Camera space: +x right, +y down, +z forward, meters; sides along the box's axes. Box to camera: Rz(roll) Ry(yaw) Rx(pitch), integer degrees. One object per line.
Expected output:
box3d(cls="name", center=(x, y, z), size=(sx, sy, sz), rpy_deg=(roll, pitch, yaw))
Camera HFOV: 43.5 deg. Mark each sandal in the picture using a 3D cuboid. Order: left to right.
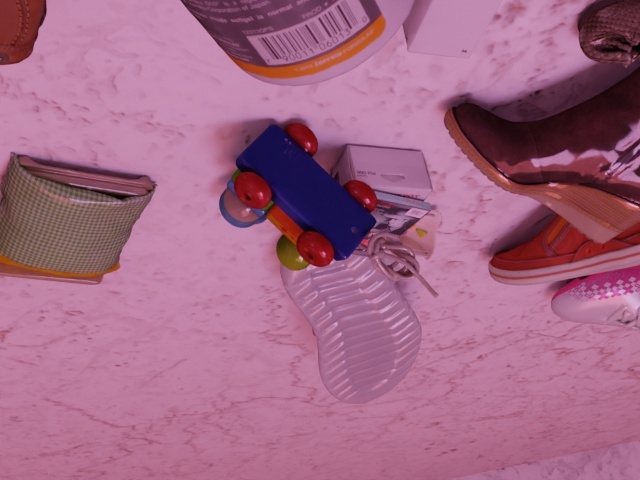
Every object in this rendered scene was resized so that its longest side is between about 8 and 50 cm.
box3d(cls="sandal", center=(0.049, 0.100, 1.186), size=(0.169, 0.102, 0.416), rpy_deg=(-23, 138, -4))

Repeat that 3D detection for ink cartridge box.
box3d(cls="ink cartridge box", center=(0.057, -0.050, 0.947), size=(0.099, 0.056, 0.135), rpy_deg=(3, 150, -20))

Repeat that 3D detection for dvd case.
box3d(cls="dvd case", center=(0.059, -0.017, 0.932), size=(0.087, 0.013, 0.119), rpy_deg=(9, 148, -31))

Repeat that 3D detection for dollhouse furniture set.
box3d(cls="dollhouse furniture set", center=(-0.346, 0.022, 0.868), size=(0.302, 0.151, 0.197), rpy_deg=(8, 147, -28))

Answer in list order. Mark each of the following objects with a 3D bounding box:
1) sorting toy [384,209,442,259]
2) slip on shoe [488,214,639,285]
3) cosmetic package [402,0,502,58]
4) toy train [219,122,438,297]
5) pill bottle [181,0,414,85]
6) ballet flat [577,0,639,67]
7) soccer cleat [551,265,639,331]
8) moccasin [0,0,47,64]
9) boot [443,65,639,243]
box3d(cls="sorting toy", center=(0.119, -0.016, 1.047), size=(0.083, 0.044, 0.075), rpy_deg=(8, 140, -27))
box3d(cls="slip on shoe", center=(0.344, -0.004, 1.054), size=(0.123, 0.101, 0.331), rpy_deg=(-12, 174, -29))
box3d(cls="cosmetic package", center=(0.117, -0.247, 0.565), size=(0.061, 0.098, 0.239), rpy_deg=(0, 149, -16))
box3d(cls="toy train", center=(0.000, 0.000, 0.878), size=(0.248, 0.105, 0.143), rpy_deg=(43, 149, -5))
box3d(cls="pill bottle", center=(-0.053, -0.231, 0.484), size=(0.162, 0.162, 0.278), rpy_deg=(-18, 149, 17))
box3d(cls="ballet flat", center=(0.362, -0.217, 0.727), size=(0.250, 0.058, 0.084), rpy_deg=(-17, 151, 15))
box3d(cls="soccer cleat", center=(0.541, 0.104, 1.268), size=(0.331, 0.143, 0.116), rpy_deg=(-11, 151, 5))
box3d(cls="moccasin", center=(-0.379, -0.185, 0.522), size=(0.380, 0.139, 0.147), rpy_deg=(-2, 143, -32))
box3d(cls="boot", center=(0.278, -0.126, 0.829), size=(0.248, 0.090, 0.207), rpy_deg=(31, 122, -11))
